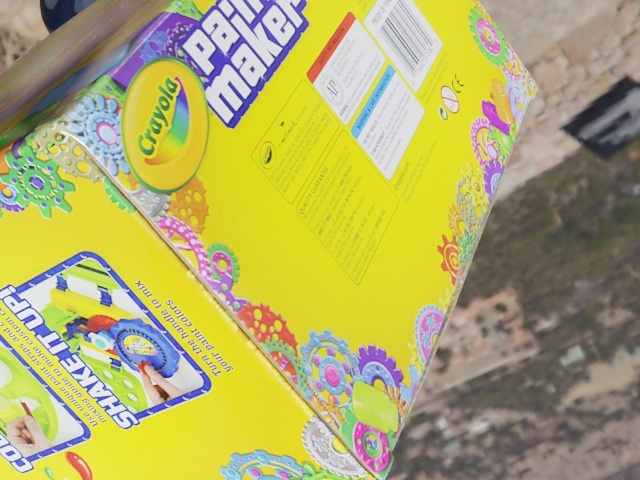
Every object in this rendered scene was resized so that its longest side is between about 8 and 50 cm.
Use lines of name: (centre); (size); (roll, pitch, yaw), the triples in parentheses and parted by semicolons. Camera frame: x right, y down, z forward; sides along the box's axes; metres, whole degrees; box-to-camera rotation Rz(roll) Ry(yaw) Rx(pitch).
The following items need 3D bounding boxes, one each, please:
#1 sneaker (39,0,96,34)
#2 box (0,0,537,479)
sneaker: (-0.338, -0.442, 1.713); (0.112, 0.319, 0.131); (8, 163, 7)
box: (-0.082, -0.011, 0.587); (0.279, 0.290, 0.177); (-26, 113, 36)
